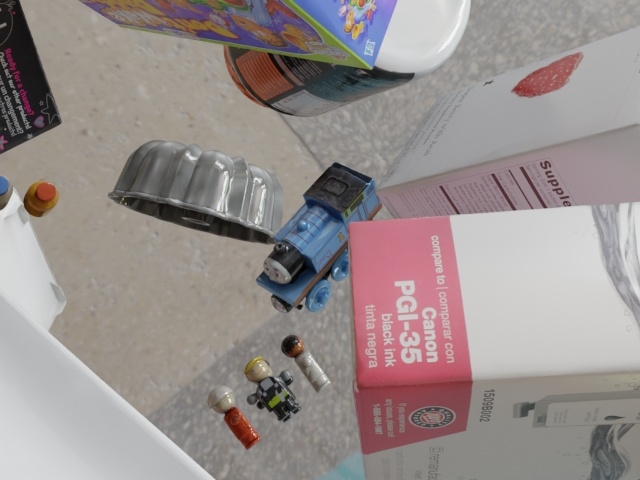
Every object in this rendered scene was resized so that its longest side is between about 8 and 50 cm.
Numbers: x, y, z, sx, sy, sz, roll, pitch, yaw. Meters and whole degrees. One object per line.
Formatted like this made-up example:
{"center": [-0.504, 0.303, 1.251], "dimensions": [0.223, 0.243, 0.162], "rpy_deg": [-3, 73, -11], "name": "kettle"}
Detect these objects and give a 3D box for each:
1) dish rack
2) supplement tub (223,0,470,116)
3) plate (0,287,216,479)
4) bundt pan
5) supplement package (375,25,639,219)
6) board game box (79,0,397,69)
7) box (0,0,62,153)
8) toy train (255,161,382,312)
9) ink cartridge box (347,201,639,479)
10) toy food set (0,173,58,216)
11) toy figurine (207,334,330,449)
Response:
{"center": [-0.525, 0.089, 1.351], "dimensions": [0.072, 0.286, 0.333], "rpy_deg": [2, 133, 11], "name": "dish rack"}
{"center": [0.011, -0.269, 1.009], "dimensions": [0.207, 0.338, 0.207], "rpy_deg": [0, 89, -26], "name": "supplement tub"}
{"center": [-0.187, 0.122, 0.291], "dimensions": [0.278, 0.277, 0.045], "rpy_deg": [35, 126, 23], "name": "plate"}
{"center": [-0.211, -0.092, 1.493], "dimensions": [0.330, 0.331, 0.124], "rpy_deg": [15, 83, 2], "name": "bundt pan"}
{"center": [0.238, -0.067, 0.803], "dimensions": [0.175, 0.292, 0.178], "rpy_deg": [52, 53, -23], "name": "supplement package"}
{"center": [-0.135, -0.256, 0.719], "dimensions": [0.347, 0.233, 0.078], "rpy_deg": [18, 87, 35], "name": "board game box"}
{"center": [-0.379, -0.189, 0.763], "dimensions": [0.142, 0.163, 0.247], "rpy_deg": [-35, 50, -27], "name": "box"}
{"center": [0.000, 0.000, 0.952], "dimensions": [0.080, 0.105, 0.184], "rpy_deg": [28, 65, 35], "name": "toy train"}
{"center": [0.164, 0.078, 0.535], "dimensions": [0.282, 0.207, 0.117], "rpy_deg": [-4, 55, 4], "name": "ink cartridge box"}
{"center": [-0.433, -0.121, 1.027], "dimensions": [0.111, 0.104, 0.232], "rpy_deg": [-35, 99, -25], "name": "toy food set"}
{"center": [-0.106, 0.304, 1.687], "dimensions": [0.148, 0.213, 0.209], "rpy_deg": [51, 129, 11], "name": "toy figurine"}
